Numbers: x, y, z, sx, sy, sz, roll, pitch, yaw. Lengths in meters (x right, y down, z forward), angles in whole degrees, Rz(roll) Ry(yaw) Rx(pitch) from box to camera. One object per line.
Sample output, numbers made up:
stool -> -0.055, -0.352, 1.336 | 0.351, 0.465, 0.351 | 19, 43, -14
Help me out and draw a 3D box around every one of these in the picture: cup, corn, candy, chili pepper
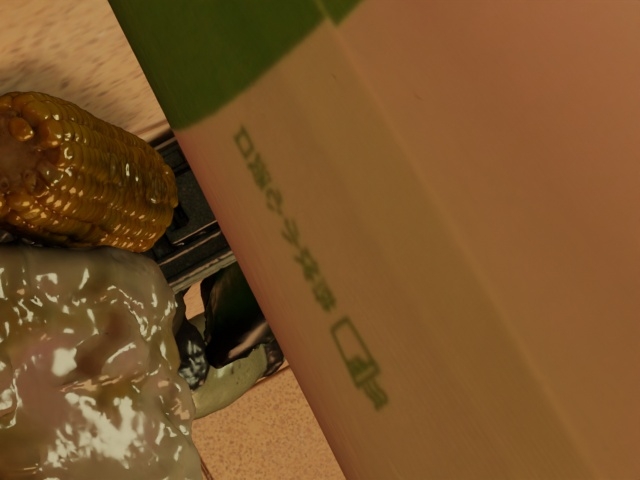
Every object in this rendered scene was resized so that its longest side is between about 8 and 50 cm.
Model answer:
cup -> 0.062, -0.054, 0.418 | 0.253, 0.274, 0.253 | -32, 173, -4
corn -> -0.115, -0.027, 0.676 | 0.068, 0.068, 0.207 | -31, 173, 5
candy -> -0.176, 0.076, 0.620 | 0.195, 0.137, 0.185 | -11, 172, 37
chili pepper -> -0.003, -0.006, 1.163 | 0.148, 0.116, 0.264 | -50, 164, 32

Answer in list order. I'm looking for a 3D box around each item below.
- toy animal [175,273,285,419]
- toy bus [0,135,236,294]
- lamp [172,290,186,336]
toy animal -> -0.089, 0.084, 1.295 | 0.225, 0.121, 0.094 | -27, 171, -40
toy bus -> -0.097, -0.006, 0.831 | 0.194, 0.087, 0.089 | -29, 176, -5
lamp -> -0.204, 0.110, 1.103 | 0.250, 0.101, 0.101 | -34, 172, 9
